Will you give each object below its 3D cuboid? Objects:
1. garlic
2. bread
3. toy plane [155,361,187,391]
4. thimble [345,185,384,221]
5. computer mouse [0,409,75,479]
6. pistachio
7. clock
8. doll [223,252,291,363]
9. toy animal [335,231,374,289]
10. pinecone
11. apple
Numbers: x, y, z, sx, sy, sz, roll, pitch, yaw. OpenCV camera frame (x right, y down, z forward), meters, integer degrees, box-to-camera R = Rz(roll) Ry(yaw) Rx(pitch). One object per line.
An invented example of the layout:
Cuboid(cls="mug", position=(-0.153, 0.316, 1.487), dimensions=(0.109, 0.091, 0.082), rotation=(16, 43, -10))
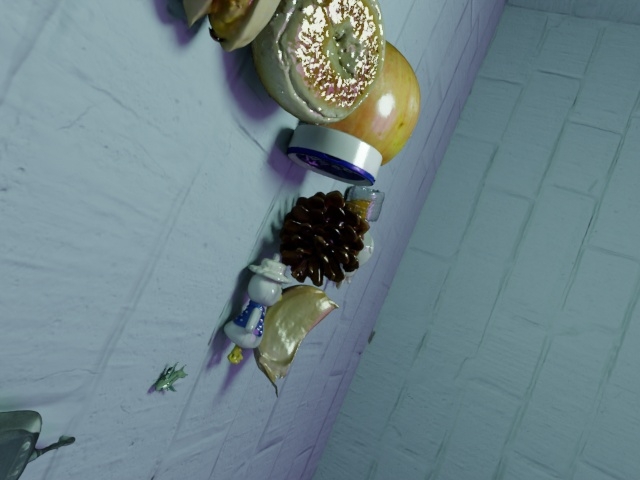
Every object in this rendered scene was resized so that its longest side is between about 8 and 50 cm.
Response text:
Cuboid(cls="garlic", position=(-0.105, 0.259, 1.256), dimensions=(0.338, 0.196, 0.151), rotation=(-50, 137, -35))
Cuboid(cls="bread", position=(-0.006, -0.385, 0.867), dimensions=(0.305, 0.159, 0.305), rotation=(-23, 130, -31))
Cuboid(cls="toy plane", position=(-0.329, 0.303, 0.963), dimensions=(0.083, 0.033, 0.080), rotation=(-23, 132, -53))
Cuboid(cls="thimble", position=(0.159, -0.136, 1.608), dimensions=(0.151, 0.127, 0.118), rotation=(-15, 122, -66))
Cuboid(cls="computer mouse", position=(-0.464, 0.293, 0.550), dimensions=(0.167, 0.090, 0.379), rotation=(-62, 165, -2))
Cuboid(cls="pistachio", position=(-0.124, -0.406, 0.653), dimensions=(0.229, 0.157, 0.157), rotation=(-65, 160, 6))
Cuboid(cls="clock", position=(0.035, -0.207, 1.088), dimensions=(0.230, 0.230, 0.083), rotation=(16, 94, -69))
Cuboid(cls="doll", position=(-0.162, 0.170, 1.128), dimensions=(0.138, 0.119, 0.293), rotation=(179, -67, -84))
Cuboid(cls="toy animal", position=(0.098, 0.070, 1.682), dimensions=(0.140, 0.138, 0.282), rotation=(-35, 165, -43))
Cuboid(cls="pinecone", position=(0.007, 0.008, 1.185), dimensions=(0.264, 0.264, 0.264), rotation=(-51, 153, -39))
Cuboid(cls="apple", position=(0.120, -0.388, 1.178), dimensions=(0.314, 0.252, 0.309), rotation=(21, 98, -31))
